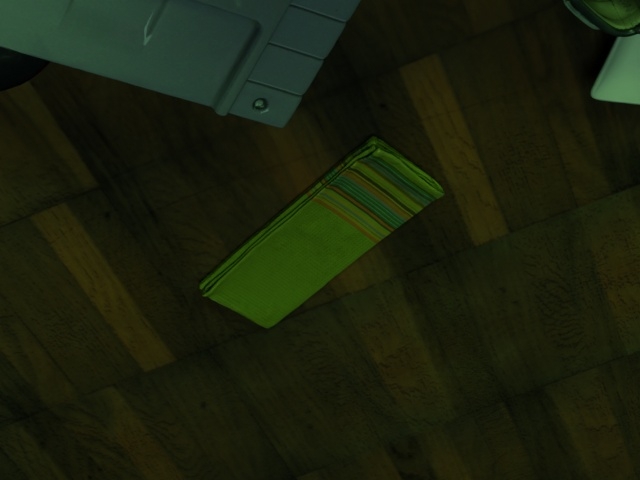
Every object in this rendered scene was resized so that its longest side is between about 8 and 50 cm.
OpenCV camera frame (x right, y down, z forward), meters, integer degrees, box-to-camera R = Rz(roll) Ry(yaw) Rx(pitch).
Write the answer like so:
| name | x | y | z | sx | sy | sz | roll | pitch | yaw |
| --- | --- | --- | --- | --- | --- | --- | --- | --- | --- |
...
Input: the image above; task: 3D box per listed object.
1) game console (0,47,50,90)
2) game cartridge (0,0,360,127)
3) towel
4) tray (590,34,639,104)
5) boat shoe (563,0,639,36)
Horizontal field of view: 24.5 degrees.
| name | x | y | z | sx | sy | sz | roll | pitch | yaw |
| --- | --- | --- | --- | --- | --- | --- | --- | --- | --- |
| game console | -0.354 | -0.265 | 1.027 | 0.387 | 0.060 | 0.342 | 5 | 132 | -19 |
| game cartridge | -0.129 | -0.219 | 1.065 | 0.355 | 0.068 | 0.230 | 14 | 129 | -29 |
| towel | 0.000 | 0.000 | 1.395 | 0.237 | 0.021 | 0.102 | -39 | 129 | 23 |
| tray | 0.337 | -0.226 | 1.252 | 0.145 | 0.030 | 0.270 | 4 | 132 | -18 |
| boat shoe | 0.190 | -0.263 | 1.103 | 0.114 | 0.091 | 0.302 | -31 | 143 | 19 |
